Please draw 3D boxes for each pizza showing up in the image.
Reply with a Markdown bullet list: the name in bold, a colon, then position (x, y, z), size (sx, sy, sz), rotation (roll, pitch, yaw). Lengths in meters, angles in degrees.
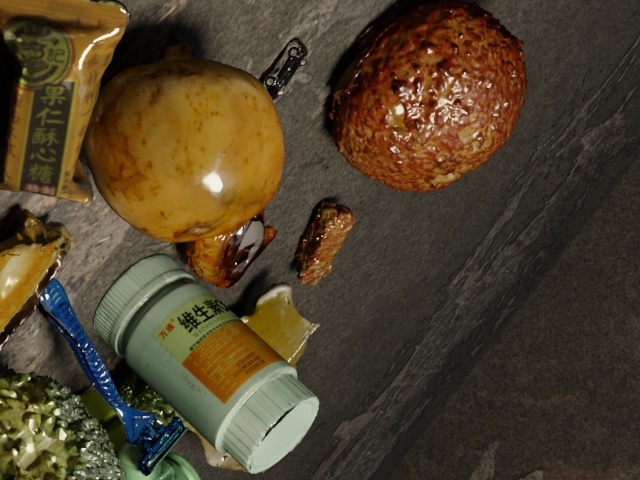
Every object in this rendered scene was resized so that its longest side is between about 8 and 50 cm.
- **pizza**: position (-0.501, 0.146, 1.646), size (0.435, 0.080, 0.392), rotation (-9, 135, -57)

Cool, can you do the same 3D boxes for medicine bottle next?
- **medicine bottle**: position (-0.158, 0.174, 2.021), size (0.158, 0.318, 0.158), rotation (-40, 156, -22)

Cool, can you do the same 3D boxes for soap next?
- **soap**: position (-0.095, 0.238, 2.458), size (0.304, 0.169, 0.338), rotation (-49, 166, -1)

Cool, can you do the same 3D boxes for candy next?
- **candy**: position (-0.290, -0.153, 1.522), size (0.143, 0.101, 0.271), rotation (8, 132, -13)

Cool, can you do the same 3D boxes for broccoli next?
- **broccoli**: position (-0.243, 0.228, 2.205), size (0.146, 0.138, 0.162), rotation (-18, -170, 31)
- **broccoli**: position (-0.432, 0.318, 1.792), size (0.275, 0.397, 0.353), rotation (109, -9, -58)

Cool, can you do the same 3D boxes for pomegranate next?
- **pomegranate**: position (-0.158, -0.114, 1.693), size (0.248, 0.248, 0.248), rotation (-41, 156, -22)

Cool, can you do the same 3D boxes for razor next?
- **razor**: position (-0.298, 0.172, 1.931), size (0.093, 0.056, 0.324), rotation (-51, 124, -32)

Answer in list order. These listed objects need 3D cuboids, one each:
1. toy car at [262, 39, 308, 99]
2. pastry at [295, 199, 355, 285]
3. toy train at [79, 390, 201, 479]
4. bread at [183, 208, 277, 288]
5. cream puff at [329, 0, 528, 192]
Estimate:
- **toy car**: position (-0.051, -0.231, 1.967), size (0.093, 0.025, 0.041), rotation (-52, 157, -4)
- **pastry**: position (0.002, 0.000, 2.403), size (0.087, 0.063, 0.169), rotation (-14, 145, -42)
- **toy train**: position (-0.319, 0.433, 2.164), size (0.179, 0.272, 0.442), rotation (-33, 141, -39)
- **bread**: position (-0.136, -0.002, 2.107), size (0.139, 0.095, 0.269), rotation (-46, 172, -6)
- **cream puff**: position (0.180, -0.208, 2.188), size (0.350, 0.229, 0.350), rotation (-42, 159, -20)
